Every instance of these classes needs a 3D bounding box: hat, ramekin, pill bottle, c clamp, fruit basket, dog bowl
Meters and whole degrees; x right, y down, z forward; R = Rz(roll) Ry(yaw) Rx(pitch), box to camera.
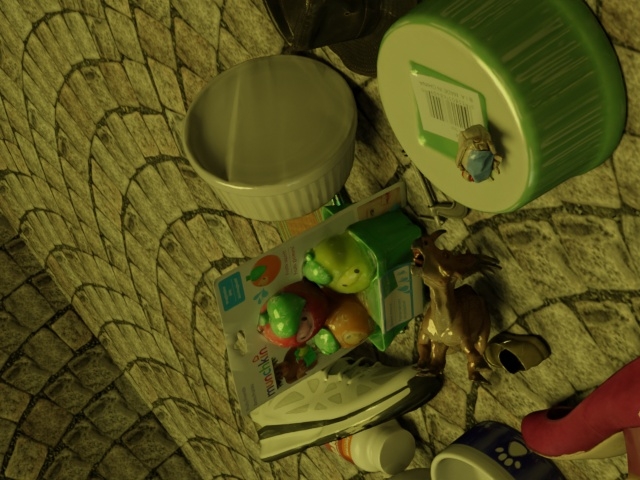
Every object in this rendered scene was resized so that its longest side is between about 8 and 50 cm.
[{"bbox_3d":[-0.003,-0.350,1.709,0.331,0.134,0.331,40,150,29],"label":"hat"},{"bbox_3d":[0.208,-0.180,1.518,0.303,0.148,0.303,41,151,29],"label":"ramekin"},{"bbox_3d":[0.084,0.382,2.439,0.216,0.121,0.121,19,136,52],"label":"pill bottle"},{"bbox_3d":[0.164,-0.086,1.857,0.137,0.022,0.161,17,135,53],"label":"c clamp"},{"bbox_3d":[0.007,0.102,1.970,0.165,0.353,0.327,37,148,36],"label":"fruit basket"},{"bbox_3d":[0.316,0.445,2.124,0.265,0.104,0.265,40,151,29],"label":"dog bowl"},{"bbox_3d":[-0.070,-0.150,1.927,0.273,0.273,0.127,39,161,31],"label":"ramekin"}]

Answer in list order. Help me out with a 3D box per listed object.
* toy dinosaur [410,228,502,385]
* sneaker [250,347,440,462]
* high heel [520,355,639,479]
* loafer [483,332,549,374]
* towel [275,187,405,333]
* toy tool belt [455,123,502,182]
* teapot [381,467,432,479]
[{"bbox_3d":[0.211,0.107,1.881,0.127,0.200,0.296,4,166,13],"label":"toy dinosaur"},{"bbox_3d":[0.007,0.241,2.301,0.447,0.169,0.258,-26,80,40],"label":"sneaker"},{"bbox_3d":[0.400,0.228,1.769,0.377,0.127,0.181,179,89,-65],"label":"high heel"},{"bbox_3d":[0.291,0.176,1.911,0.056,0.050,0.148,58,155,-5],"label":"loafer"},{"bbox_3d":[0.000,0.000,2.230,0.271,0.040,0.370,8,127,57],"label":"towel"},{"bbox_3d":[0.184,-0.090,1.431,0.051,0.052,0.083,47,156,38],"label":"toy tool belt"},{"bbox_3d":[0.154,0.534,2.334,0.187,0.252,0.256,12,142,28],"label":"teapot"}]
